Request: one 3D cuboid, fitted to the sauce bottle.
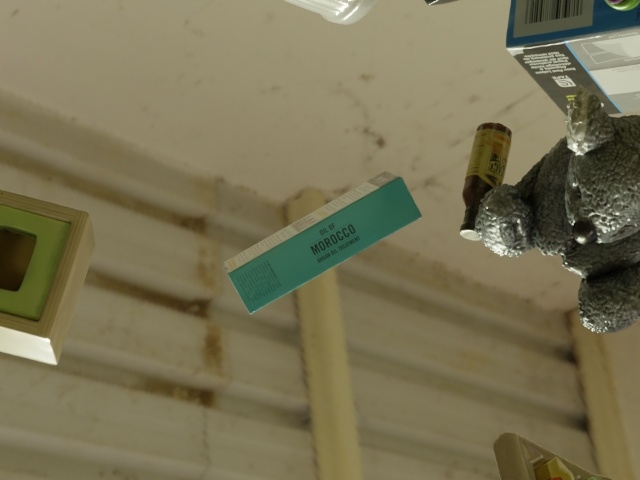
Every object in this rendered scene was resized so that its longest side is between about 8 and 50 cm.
[{"bbox_3d":[0.172,-0.061,1.358,0.042,0.042,0.128,28,-115,-33],"label":"sauce bottle"}]

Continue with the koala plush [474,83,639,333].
[{"bbox_3d":[0.280,-0.053,1.223,0.196,0.221,0.203,38,-102,11],"label":"koala plush"}]

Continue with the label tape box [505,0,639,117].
[{"bbox_3d":[0.430,-0.243,1.736,0.333,0.240,0.106,33,-121,-51],"label":"label tape box"}]

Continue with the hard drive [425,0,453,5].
[{"bbox_3d":[0.214,-0.468,2.091,0.254,0.054,0.172,-29,-101,-44],"label":"hard drive"}]

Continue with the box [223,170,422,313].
[{"bbox_3d":[0.000,0.000,1.610,0.060,0.244,0.100,61,177,-10],"label":"box"}]

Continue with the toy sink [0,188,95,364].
[{"bbox_3d":[-0.386,0.025,1.431,0.234,0.131,0.153,15,-110,-1],"label":"toy sink"}]

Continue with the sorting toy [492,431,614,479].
[{"bbox_3d":[0.280,0.312,1.384,0.208,0.038,0.193,26,-140,-37],"label":"sorting toy"}]

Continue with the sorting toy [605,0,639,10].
[{"bbox_3d":[0.310,-0.295,1.412,0.042,0.061,0.102,-30,-75,-42],"label":"sorting toy"}]

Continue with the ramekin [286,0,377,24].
[{"bbox_3d":[0.001,-0.405,1.559,0.127,0.273,0.273,6,-120,-23],"label":"ramekin"}]
